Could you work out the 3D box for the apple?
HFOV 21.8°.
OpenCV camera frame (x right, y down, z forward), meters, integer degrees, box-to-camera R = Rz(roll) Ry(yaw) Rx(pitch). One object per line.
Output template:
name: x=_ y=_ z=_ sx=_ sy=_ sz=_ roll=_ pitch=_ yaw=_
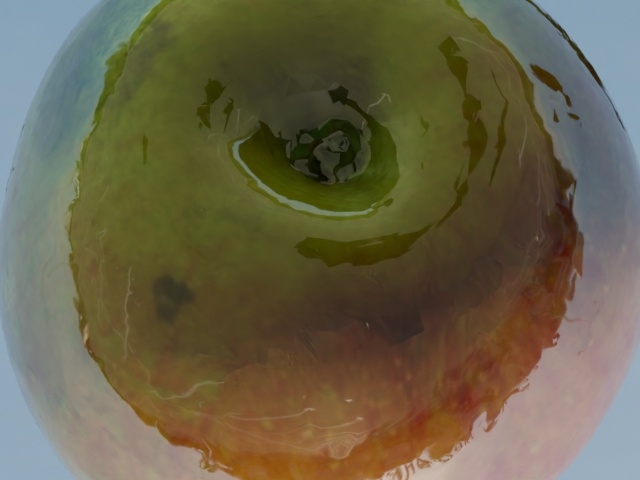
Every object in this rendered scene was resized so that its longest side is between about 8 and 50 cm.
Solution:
apple: x=0.000 y=0.000 z=0.485 sx=0.196 sy=0.196 sz=0.196 roll=-1 pitch=-96 yaw=6
